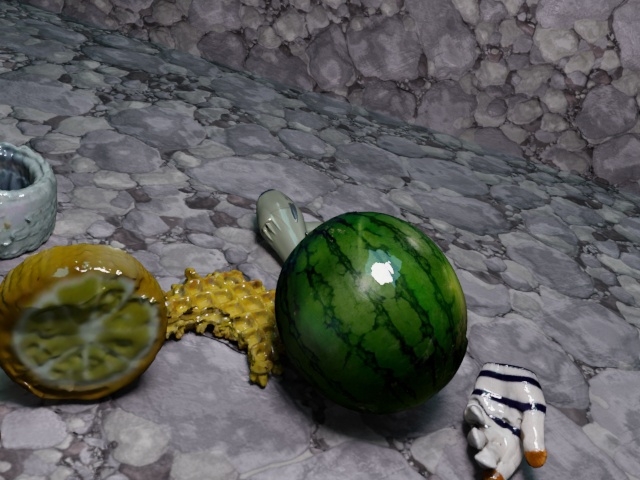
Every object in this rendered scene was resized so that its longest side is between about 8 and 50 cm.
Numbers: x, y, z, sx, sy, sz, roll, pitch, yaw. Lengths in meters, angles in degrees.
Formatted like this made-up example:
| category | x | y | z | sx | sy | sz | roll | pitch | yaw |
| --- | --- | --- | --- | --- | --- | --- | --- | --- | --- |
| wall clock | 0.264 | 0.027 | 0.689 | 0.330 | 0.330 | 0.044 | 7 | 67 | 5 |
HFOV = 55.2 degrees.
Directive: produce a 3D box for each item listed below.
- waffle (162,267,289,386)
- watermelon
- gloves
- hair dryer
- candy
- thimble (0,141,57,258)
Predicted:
| category | x | y | z | sx | sy | sz | roll | pitch | yaw |
| --- | --- | --- | --- | --- | --- | --- | --- | --- | --- |
| waffle | -0.172 | 0.142 | 1.183 | 0.292 | 0.069 | 0.260 | 20 | 31 | 5 |
| watermelon | 0.085 | 0.121 | 1.074 | 0.362 | 0.364 | 0.363 | 12 | 30 | -7 |
| gloves | 0.316 | 0.327 | 1.078 | 0.140 | 0.131 | 0.219 | 21 | 61 | 4 |
| hair dryer | -0.015 | 0.017 | 1.461 | 0.298 | 0.119 | 0.296 | 20 | 34 | -19 |
| candy | -0.361 | 0.127 | 0.931 | 0.259 | 0.260 | 0.118 | 2 | 30 | -24 |
| thimble | -0.640 | -0.087 | 1.233 | 0.204 | 0.172 | 0.250 | 6 | 30 | -20 |
